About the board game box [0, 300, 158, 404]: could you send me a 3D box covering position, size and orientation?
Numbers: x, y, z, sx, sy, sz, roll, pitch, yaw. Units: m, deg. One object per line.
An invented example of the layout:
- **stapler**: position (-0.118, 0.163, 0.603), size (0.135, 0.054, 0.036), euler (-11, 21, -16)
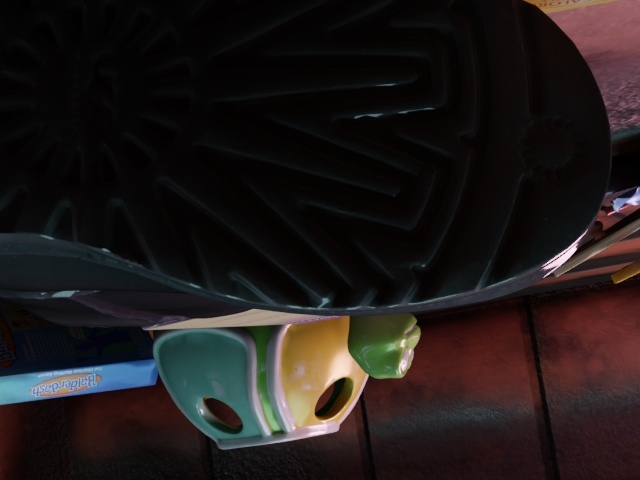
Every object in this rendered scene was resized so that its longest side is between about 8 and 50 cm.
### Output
- **board game box**: position (-0.307, 0.107, 1.337), size (0.210, 0.160, 0.047), euler (-3, 129, -28)

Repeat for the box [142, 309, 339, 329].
- **box**: position (0.000, 0.000, 0.994), size (0.214, 0.117, 0.243), euler (-13, 170, 31)

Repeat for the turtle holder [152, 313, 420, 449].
- **turtle holder**: position (-0.031, 0.099, 1.275), size (0.320, 0.227, 0.243), euler (-11, 172, 18)

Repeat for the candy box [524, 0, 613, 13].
- **candy box**: position (0.153, -0.133, 0.422), size (0.187, 0.053, 0.109), euler (-8, 172, 6)

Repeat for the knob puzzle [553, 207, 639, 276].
- **knob puzzle**: position (0.355, -0.035, 1.325), size (0.213, 0.030, 0.213), euler (-32, 176, -3)

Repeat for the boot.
- **boot**: position (-0.053, -0.011, 0.643), size (0.367, 0.146, 0.445), euler (6, 169, 8)

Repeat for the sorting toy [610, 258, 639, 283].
- **sorting toy**: position (0.435, -0.056, 1.158), size (0.348, 0.047, 0.196), euler (-30, 173, 18)

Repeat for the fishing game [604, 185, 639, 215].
- **fishing game**: position (0.360, -0.063, 1.090), size (0.189, 0.041, 0.264), euler (-23, 173, -3)

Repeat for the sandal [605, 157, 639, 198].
- **sandal**: position (0.200, -0.040, 1.189), size (0.255, 0.054, 0.097), euler (-19, 175, 2)
